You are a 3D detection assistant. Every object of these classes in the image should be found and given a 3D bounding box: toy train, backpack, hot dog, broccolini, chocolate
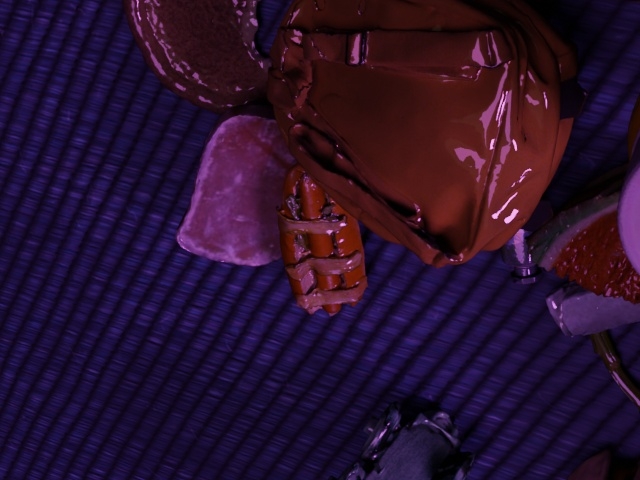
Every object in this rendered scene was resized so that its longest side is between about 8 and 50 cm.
[{"bbox_3d":[0.085,0.365,1.806,0.167,0.299,0.238,35,141,8],"label":"toy train"},{"bbox_3d":[0.116,-0.168,1.523,0.378,0.201,0.354,34,122,26],"label":"backpack"},{"bbox_3d":[0.000,0.000,1.737,0.109,0.072,0.270,-8,132,3],"label":"hot dog"},{"bbox_3d":[0.447,0.190,1.655,0.271,0.062,0.123,46,120,2],"label":"broccolini"},{"bbox_3d":[-0.093,-0.083,1.763,0.156,0.080,0.254,13,130,-12],"label":"chocolate"}]

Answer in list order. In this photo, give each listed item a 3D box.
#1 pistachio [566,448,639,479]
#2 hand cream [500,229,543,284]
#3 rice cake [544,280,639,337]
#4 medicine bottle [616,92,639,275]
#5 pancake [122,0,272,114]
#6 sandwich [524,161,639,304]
[{"bbox_3d":[0.375,0.396,1.758,0.137,0.153,0.238,13,96,11],"label":"pistachio"},{"bbox_3d":[0.237,-0.071,1.623,0.088,0.055,0.256,3,111,35],"label":"hand cream"},{"bbox_3d":[0.421,0.050,1.577,0.336,0.063,0.066,-19,104,35],"label":"rice cake"},{"bbox_3d":[0.416,-0.103,1.282,0.224,0.384,0.224,11,123,18],"label":"medicine bottle"},{"bbox_3d":[-0.136,-0.297,1.703,0.286,0.033,0.288,46,128,-1],"label":"pancake"},{"bbox_3d":[0.349,0.004,1.543,0.185,0.109,0.160,-39,77,44],"label":"sandwich"}]
